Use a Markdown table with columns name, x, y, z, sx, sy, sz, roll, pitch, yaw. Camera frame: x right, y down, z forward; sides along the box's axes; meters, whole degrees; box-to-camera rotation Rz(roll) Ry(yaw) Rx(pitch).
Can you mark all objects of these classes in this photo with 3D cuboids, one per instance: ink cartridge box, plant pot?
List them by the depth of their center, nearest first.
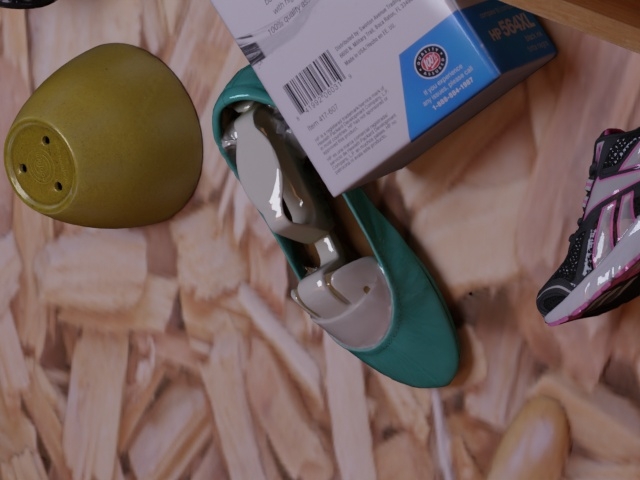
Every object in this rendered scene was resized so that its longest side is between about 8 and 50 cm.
| name | x | y | z | sx | sy | sz | roll | pitch | yaw |
| --- | --- | --- | --- | --- | --- | --- | --- | --- | --- |
| ink cartridge box | 0.023 | -0.154 | 1.077 | 0.148 | 0.086 | 0.203 | -35 | 84 | 37 |
| plant pot | -0.164 | -0.064 | 1.235 | 0.134 | 0.095 | 0.134 | 12 | 112 | 32 |

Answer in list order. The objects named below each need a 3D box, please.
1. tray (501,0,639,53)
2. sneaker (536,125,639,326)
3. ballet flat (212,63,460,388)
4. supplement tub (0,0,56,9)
| name | x | y | z | sx | sy | sz | roll | pitch | yaw |
| --- | --- | --- | --- | --- | --- | --- | --- | --- | --- |
| tray | 0.192 | -0.300 | 0.874 | 0.202 | 0.076 | 0.411 | 21 | 119 | 0 |
| sneaker | 0.183 | -0.026 | 1.031 | 0.178 | 0.072 | 0.077 | -50 | 64 | 28 |
| ballet flat | 0.000 | 0.000 | 1.146 | 0.083 | 0.087 | 0.247 | -31 | 87 | 38 |
| supplement tub | -0.200 | -0.261 | 1.179 | 0.117 | 0.117 | 0.190 | 35 | 122 | 20 |
